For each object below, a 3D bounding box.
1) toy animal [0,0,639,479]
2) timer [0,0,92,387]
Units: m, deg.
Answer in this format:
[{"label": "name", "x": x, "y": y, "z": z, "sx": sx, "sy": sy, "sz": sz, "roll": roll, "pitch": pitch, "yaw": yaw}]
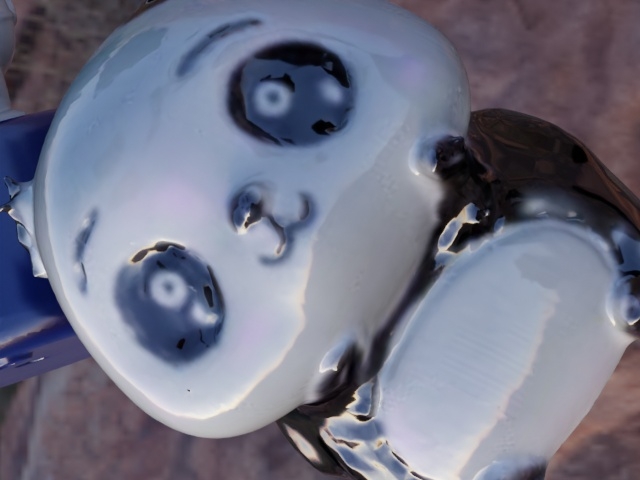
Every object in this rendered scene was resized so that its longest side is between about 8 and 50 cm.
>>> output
[{"label": "toy animal", "x": 0.000, "y": 0.000, "z": 0.972, "sx": 0.251, "sy": 0.310, "sz": 0.251, "roll": -45, "pitch": 24, "yaw": 27}, {"label": "timer", "x": -0.236, "y": -0.100, "z": 1.160, "sx": 0.270, "sy": 0.270, "sz": 0.384, "roll": -23, "pitch": 84, "yaw": 47}]
